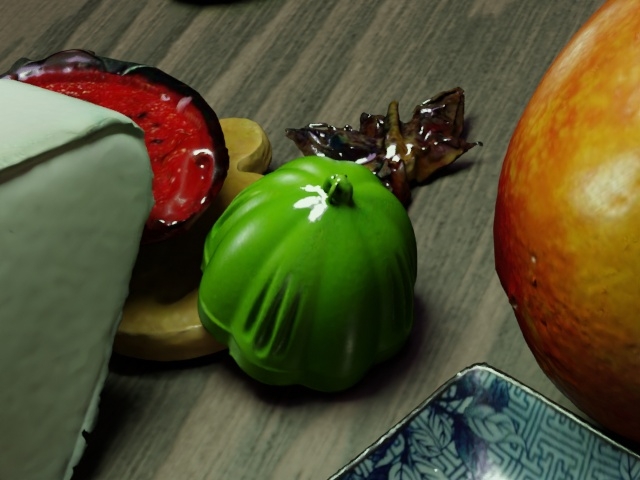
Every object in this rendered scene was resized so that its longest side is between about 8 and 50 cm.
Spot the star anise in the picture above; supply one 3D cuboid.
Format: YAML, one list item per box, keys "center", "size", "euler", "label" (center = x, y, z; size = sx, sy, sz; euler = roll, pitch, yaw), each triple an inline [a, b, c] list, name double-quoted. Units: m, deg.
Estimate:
- center: [0.050, -0.079, 1.442]
  size: [0.157, 0.053, 0.212]
  euler: [22, 52, 36]
  label: "star anise"

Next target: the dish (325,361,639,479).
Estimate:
- center: [0.089, 0.206, 1.044]
  size: [0.243, 0.080, 0.182]
  euler: [-36, 43, -24]
  label: "dish"

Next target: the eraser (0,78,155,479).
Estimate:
- center: [-0.255, 0.020, 1.140]
  size: [0.150, 0.331, 0.331]
  euler: [21, 49, 36]
  label: "eraser"

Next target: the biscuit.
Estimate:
- center: [-0.145, -0.011, 1.413]
  size: [0.275, 0.052, 0.355]
  euler: [-33, 43, -19]
  label: "biscuit"

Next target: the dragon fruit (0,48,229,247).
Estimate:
- center: [-0.224, -0.063, 1.382]
  size: [0.344, 0.100, 0.282]
  euler: [-2, 42, 15]
  label: "dragon fruit"

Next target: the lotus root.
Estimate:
- center: [0.000, 0.000, 1.214]
  size: [0.186, 0.186, 0.186]
  euler: [-8, 38, 6]
  label: "lotus root"

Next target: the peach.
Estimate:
- center: [0.299, -0.018, 1.050]
  size: [0.388, 0.388, 0.388]
  euler: [-8, 38, 6]
  label: "peach"
